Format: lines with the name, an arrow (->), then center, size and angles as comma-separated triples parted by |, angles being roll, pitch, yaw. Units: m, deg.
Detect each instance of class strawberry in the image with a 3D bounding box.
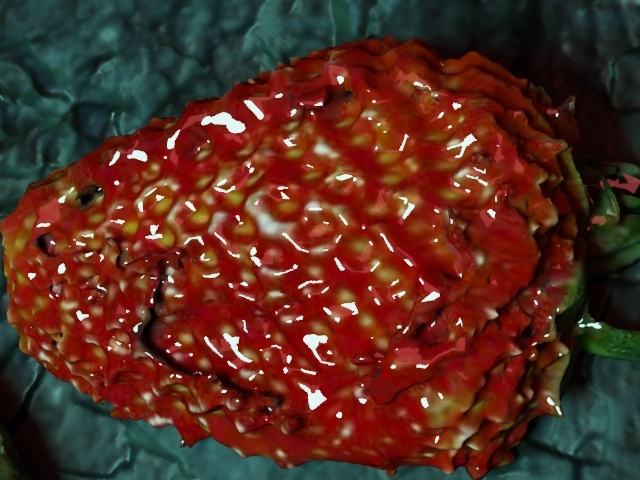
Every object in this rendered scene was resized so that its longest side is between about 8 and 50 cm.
strawberry -> 0.000, 0.000, 0.757 | 0.286, 0.106, 0.188 | -7, 67, 8

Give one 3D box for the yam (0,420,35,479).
yam -> -0.155, 0.086, 0.778 | 0.061, 0.061, 0.253 | -36, 67, -4
